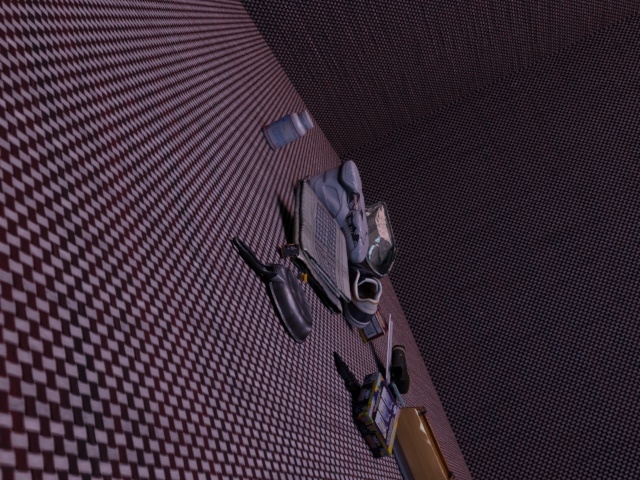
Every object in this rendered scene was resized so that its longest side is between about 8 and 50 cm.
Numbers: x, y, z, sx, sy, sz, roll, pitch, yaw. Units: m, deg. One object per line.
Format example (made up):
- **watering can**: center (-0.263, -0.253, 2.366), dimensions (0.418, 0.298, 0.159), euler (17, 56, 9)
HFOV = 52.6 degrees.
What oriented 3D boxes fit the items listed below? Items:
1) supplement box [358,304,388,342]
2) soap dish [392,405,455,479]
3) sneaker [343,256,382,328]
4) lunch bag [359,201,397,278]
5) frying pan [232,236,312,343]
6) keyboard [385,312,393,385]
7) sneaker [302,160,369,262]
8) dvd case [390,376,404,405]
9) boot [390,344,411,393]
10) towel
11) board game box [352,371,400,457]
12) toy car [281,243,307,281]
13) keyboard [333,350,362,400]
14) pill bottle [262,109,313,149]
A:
- **supplement box**: center (0.182, 0.293, 2.308), dimensions (0.104, 0.081, 0.188), euler (66, 9, 4)
- **soap dish**: center (0.299, 0.635, 1.951), dimensions (0.290, 0.118, 0.229), euler (67, 9, 19)
- **sneaker**: center (0.130, 0.137, 2.180), dimensions (0.126, 0.127, 0.321), euler (16, 37, -27)
- **lunch bag**: center (0.168, 0.023, 2.445), dimensions (0.235, 0.169, 0.287), euler (-29, -107, 64)
- **frying pan**: center (-0.094, 0.083, 1.443), dimensions (0.197, 0.053, 0.326), euler (-96, 162, -66)
- **keyboard**: center (0.243, 0.387, 2.311), dimensions (0.072, 0.014, 0.256), euler (68, 24, -52)
- **sneaker**: center (0.045, -0.086, 2.227), dimensions (0.137, 0.210, 0.365), euler (42, 40, -67)
- **dvd case**: center (0.267, 0.533, 2.302), dimensions (0.119, 0.013, 0.087), euler (-164, -131, -87)
- **boot**: center (0.283, 0.498, 2.346), dimensions (0.137, 0.077, 0.197), euler (-67, 146, -67)
- **towel**: center (0.009, 0.019, 1.926), dimensions (0.312, 0.056, 0.324), euler (55, 27, -44)
- **board game box**: center (0.148, 0.451, 1.682), dimensions (0.141, 0.048, 0.170), euler (63, 26, -19)
- **toy car**: center (-0.077, 0.059, 1.676), dimensions (0.041, 0.060, 0.122), euler (11, -61, 46)
- **keyboard**: center (0.095, 0.377, 1.741), dimensions (0.192, 0.038, 0.100), euler (56, 13, -39)
- **pill bottle**: center (-0.108, -0.379, 2.199), dimensions (0.087, 0.160, 0.087), euler (62, 9, -18)
